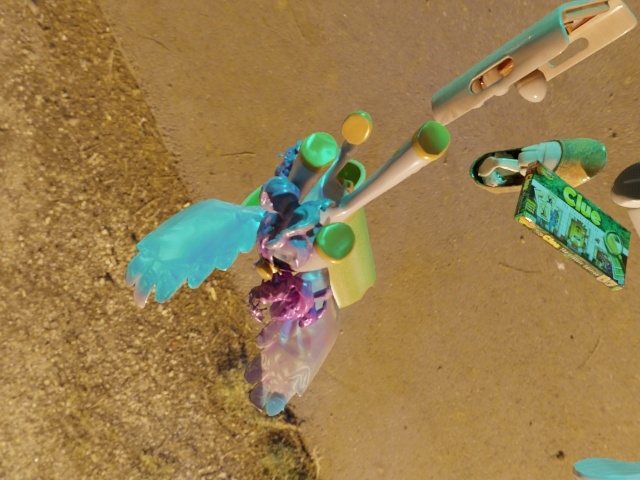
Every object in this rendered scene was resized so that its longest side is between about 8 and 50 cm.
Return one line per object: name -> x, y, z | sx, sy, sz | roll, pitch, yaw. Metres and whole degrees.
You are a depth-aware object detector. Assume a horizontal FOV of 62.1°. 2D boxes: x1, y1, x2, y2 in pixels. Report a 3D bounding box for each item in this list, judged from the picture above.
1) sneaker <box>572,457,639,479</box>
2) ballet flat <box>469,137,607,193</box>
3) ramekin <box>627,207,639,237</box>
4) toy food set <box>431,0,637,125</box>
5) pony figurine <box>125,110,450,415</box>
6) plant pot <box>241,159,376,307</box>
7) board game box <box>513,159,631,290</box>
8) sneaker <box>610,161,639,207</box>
sneaker -> 0.736, 0.590, 1.284 | 0.258, 0.094, 0.091 | 6, 95, -4
ballet flat -> 0.463, -0.166, 1.198 | 0.123, 0.348, 0.123 | 0, 90, -21
ramekin -> 0.860, -0.081, 1.221 | 0.277, 0.277, 0.135 | -30, 86, 23
toy food set -> 0.340, -0.271, 0.835 | 0.219, 0.306, 0.092 | -28, 91, 49
pony figurine -> -0.036, 0.004, 0.696 | 0.303, 0.351, 0.363 | 44, 153, -1
plant pot -> 0.000, 0.000, 1.145 | 0.276, 0.276, 0.254 | -9, 120, 22
board game box -> 0.481, -0.028, 1.004 | 0.259, 0.136, 0.030 | 32, 149, -14
sneaker -> 0.367, -0.055, 0.562 | 0.061, 0.152, 0.054 | 95, 153, -50
